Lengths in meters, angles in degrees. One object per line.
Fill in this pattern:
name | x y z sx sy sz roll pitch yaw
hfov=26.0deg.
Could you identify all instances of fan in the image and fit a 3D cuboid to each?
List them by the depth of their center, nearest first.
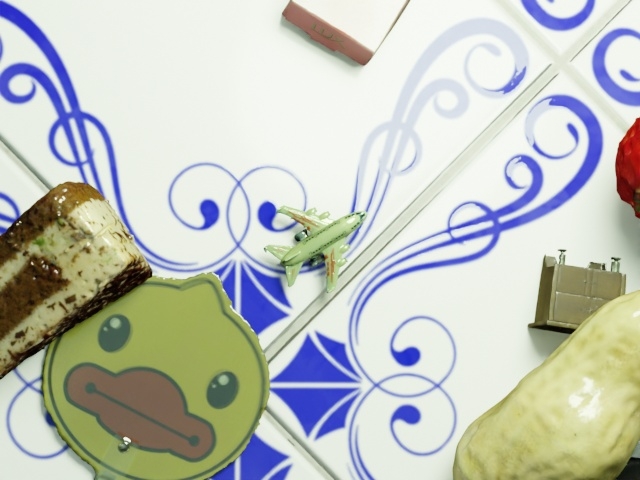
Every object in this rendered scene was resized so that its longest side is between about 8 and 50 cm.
fan | -0.186 0.179 1.402 0.229 0.011 0.335 28 78 -5

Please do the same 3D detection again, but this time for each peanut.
peanut | 0.268 0.167 1.370 0.319 0.147 0.147 -41 90 13

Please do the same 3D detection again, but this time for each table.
table | 0.271 0.056 1.459 0.083 0.070 0.082 8 82 -7

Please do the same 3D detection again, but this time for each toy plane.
toy plane | 0.000 0.000 1.438 0.111 0.040 0.102 -31 90 -12

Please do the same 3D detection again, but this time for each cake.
cake | -0.289 0.048 1.335 0.246 0.135 0.112 -35 84 -11

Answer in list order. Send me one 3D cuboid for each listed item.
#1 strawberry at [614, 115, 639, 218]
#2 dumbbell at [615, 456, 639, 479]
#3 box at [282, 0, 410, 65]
strawberry | 0.454 -0.090 1.428 0.257 0.257 0.277 39 65 -3
dumbbell | 0.340 0.292 1.365 0.152 0.218 0.152 1 83 -10
box | 0.043 -0.274 1.471 0.111 0.060 0.156 31 80 -5
